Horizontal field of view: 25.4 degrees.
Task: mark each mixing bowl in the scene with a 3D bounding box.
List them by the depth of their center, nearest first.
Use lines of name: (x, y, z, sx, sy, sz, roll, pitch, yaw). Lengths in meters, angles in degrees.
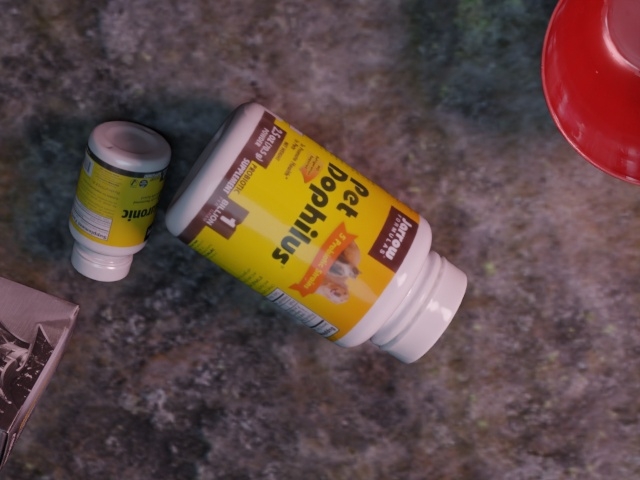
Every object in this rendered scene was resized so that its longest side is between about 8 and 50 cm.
mixing bowl: (0.240, -0.136, 0.957, 0.181, 0.098, 0.181, 4, 119, 8)

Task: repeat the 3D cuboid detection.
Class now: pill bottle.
pill bottle: (0.000, 0.000, 1.061, 0.215, 0.117, 0.117, 34, 118, -10)
pill bottle: (-0.159, -0.028, 1.102, 0.065, 0.065, 0.116, 19, 120, -1)

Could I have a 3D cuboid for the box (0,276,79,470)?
box: (-0.328, 0.080, 1.123, 0.231, 0.183, 0.056, 21, 121, -1)
